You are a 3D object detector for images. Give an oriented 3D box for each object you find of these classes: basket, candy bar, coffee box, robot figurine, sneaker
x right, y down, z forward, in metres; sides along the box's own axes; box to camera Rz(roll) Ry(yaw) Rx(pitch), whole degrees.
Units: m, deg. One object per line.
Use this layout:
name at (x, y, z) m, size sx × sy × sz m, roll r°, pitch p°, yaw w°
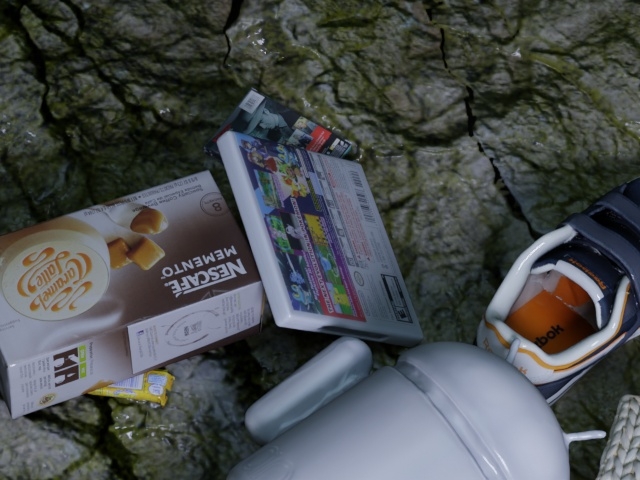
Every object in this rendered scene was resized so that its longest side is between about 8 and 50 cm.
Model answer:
basket at (0.287, 0.218, 1.673) m, size 0.103 × 0.113 × 0.167 m, roll 10°, pitch 32°, yaw 13°
candy bar at (-0.215, 0.127, 1.806) m, size 0.161 × 0.018 × 0.040 m, roll 6°, pitch 57°, yaw 0°
coffee box at (-0.189, 0.047, 1.793) m, size 0.246 × 0.098 × 0.141 m, roll -18°, pitch 58°, yaw -17°
robot figurine at (0.062, 0.219, 1.654) m, size 0.353 × 0.200 × 0.300 m, roll -34°, pitch 67°, yaw -11°
sneaker at (0.265, 0.031, 1.831) m, size 0.126 × 0.127 × 0.321 m, roll 37°, pitch 64°, yaw 17°

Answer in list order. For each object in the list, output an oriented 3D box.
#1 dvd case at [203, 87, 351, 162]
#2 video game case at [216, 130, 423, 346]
dvd case at (-0.042, -0.091, 1.942) m, size 0.119 × 0.013 × 0.087 m, roll 30°, pitch 63°, yaw 11°
video game case at (0.000, 0.000, 1.826) m, size 0.183 × 0.023 × 0.201 m, roll 12°, pitch 50°, yaw -45°
